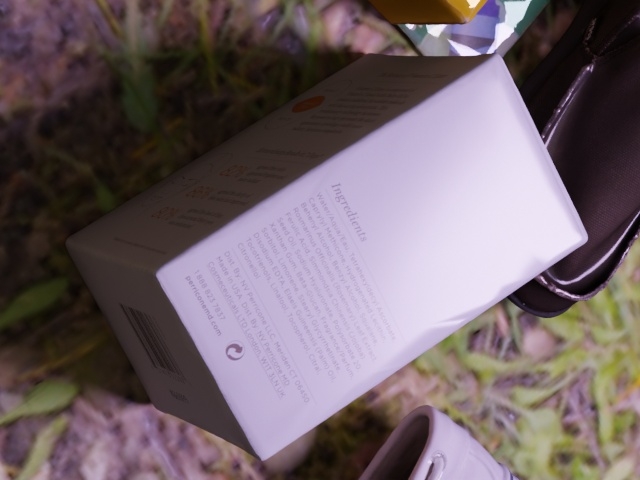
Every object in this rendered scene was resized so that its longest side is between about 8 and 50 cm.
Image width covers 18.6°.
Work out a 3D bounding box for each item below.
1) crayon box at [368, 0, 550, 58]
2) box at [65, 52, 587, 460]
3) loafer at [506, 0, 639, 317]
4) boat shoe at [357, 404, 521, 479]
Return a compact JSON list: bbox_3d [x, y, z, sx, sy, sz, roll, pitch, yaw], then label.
[{"bbox_3d":[0.038,-0.240,0.840,0.323,0.083,0.203,44,78,-21],"label":"crayon box"},{"bbox_3d":[0.000,0.000,0.823,0.170,0.130,0.091,-32,106,-17],"label":"box"},{"bbox_3d":[0.144,-0.066,0.906,0.080,0.078,0.220,27,84,-23],"label":"loafer"},{"bbox_3d":[-0.011,0.184,0.868,0.084,0.095,0.258,47,66,-16],"label":"boat shoe"}]
